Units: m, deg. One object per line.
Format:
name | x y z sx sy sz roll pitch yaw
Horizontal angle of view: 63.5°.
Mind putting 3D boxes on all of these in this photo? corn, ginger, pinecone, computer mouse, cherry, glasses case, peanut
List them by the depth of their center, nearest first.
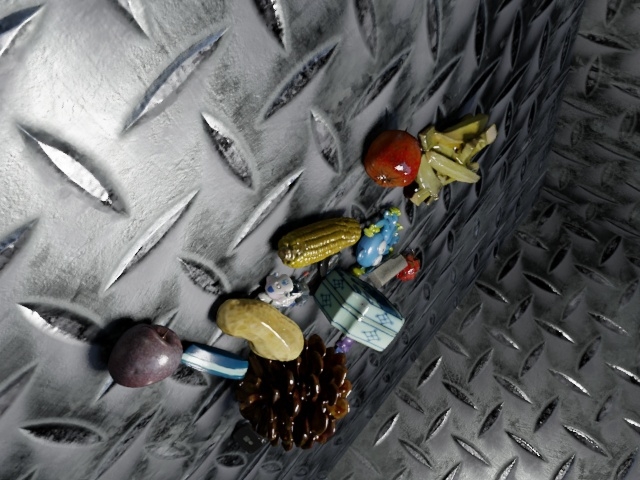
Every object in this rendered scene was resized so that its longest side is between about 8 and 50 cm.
cherry | -0.415 0.275 1.218 0.176 0.140 0.176 -41 163 -15
peanut | -0.173 0.257 1.514 0.147 0.147 0.305 -51 125 -7
corn | 0.000 0.000 1.595 0.363 0.120 0.120 -18 135 -51
pinecone | -0.098 0.492 1.712 0.398 0.398 0.397 -38 148 -30
computer mouse | 0.028 0.073 1.790 0.079 0.047 0.135 -40 160 -38
ginger | 0.499 -0.289 1.967 0.358 0.211 0.413 -12 131 -50
glasses case | 0.266 0.116 2.037 0.205 0.071 0.047 -29 176 -46

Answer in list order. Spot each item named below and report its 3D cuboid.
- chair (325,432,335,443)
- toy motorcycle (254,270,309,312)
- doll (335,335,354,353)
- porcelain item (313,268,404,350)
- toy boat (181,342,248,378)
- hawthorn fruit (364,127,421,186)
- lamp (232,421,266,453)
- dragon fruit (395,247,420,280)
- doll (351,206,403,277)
chair | -0.028 0.760 2.255 0.106 0.229 0.113 -27 144 -43
toy motorcycle | -0.114 0.165 1.624 0.150 0.102 0.221 -45 155 26
doll | 0.096 0.484 2.328 0.206 0.067 0.110 -55 168 24
porcelain item | 0.141 0.240 1.846 0.286 0.281 0.157 31 98 -29
toy boat | -0.313 0.351 1.515 0.061 0.096 0.299 -61 150 -6
hawthorn fruit | 0.233 -0.271 1.624 0.200 0.179 0.179 -70 156 -16
lamp | -0.239 0.758 2.082 0.203 0.124 0.283 -46 162 28
dragon fruit | 0.389 0.118 2.342 0.142 0.130 0.121 -47 118 -12
doll | 0.226 0.030 1.995 0.341 0.099 0.346 -19 141 -50
